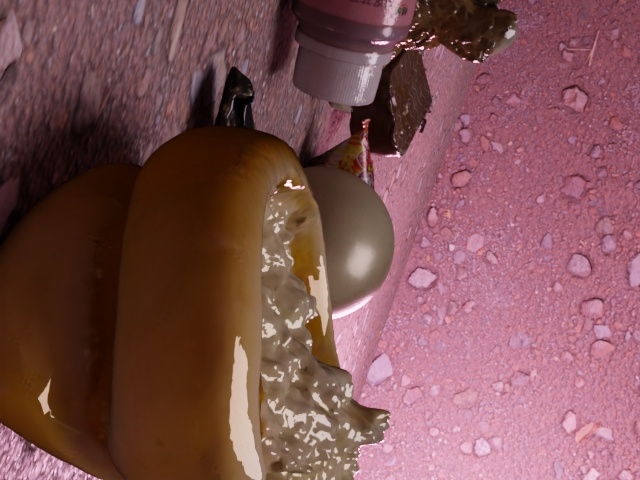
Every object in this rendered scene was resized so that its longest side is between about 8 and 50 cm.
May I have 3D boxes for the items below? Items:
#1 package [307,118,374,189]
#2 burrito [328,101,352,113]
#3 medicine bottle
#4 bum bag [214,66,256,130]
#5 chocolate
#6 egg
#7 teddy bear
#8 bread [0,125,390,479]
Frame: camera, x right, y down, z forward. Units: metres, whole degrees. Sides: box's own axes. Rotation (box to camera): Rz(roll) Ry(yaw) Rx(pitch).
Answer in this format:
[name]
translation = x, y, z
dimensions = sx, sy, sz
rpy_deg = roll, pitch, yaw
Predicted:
[package]
translation = 0.004, -0.023, 1.852
dimensions = 0.223, 0.108, 0.288
rpy_deg = 93, 22, -79
[burrito]
translation = 0.031, -0.269, 1.691
dimensions = 0.229, 0.058, 0.063
rpy_deg = 95, 21, -46
[medicine bottle]
translation = 0.042, -0.285, 1.461
dimensions = 0.147, 0.147, 0.247
rpy_deg = -50, 155, -65
[bum bag]
translation = -0.092, -0.066, 1.332
dimensions = 0.248, 0.069, 0.102
rpy_deg = 89, 22, -57
[chocolate]
translation = 0.102, -0.227, 1.976
dimensions = 0.214, 0.093, 0.148
rpy_deg = -56, 139, -52
[egg]
translation = 0.000, 0.000, 1.607
dimensions = 0.253, 0.189, 0.188
rpy_deg = -54, 160, -73
[teddy bear]
translation = 0.145, -0.362, 1.749
dimensions = 0.156, 0.267, 0.256
rpy_deg = 56, 40, -40
[bread]
translation = -0.095, 0.089, 1.018
dimensions = 0.424, 0.245, 0.329
rpy_deg = -5, 74, -82
